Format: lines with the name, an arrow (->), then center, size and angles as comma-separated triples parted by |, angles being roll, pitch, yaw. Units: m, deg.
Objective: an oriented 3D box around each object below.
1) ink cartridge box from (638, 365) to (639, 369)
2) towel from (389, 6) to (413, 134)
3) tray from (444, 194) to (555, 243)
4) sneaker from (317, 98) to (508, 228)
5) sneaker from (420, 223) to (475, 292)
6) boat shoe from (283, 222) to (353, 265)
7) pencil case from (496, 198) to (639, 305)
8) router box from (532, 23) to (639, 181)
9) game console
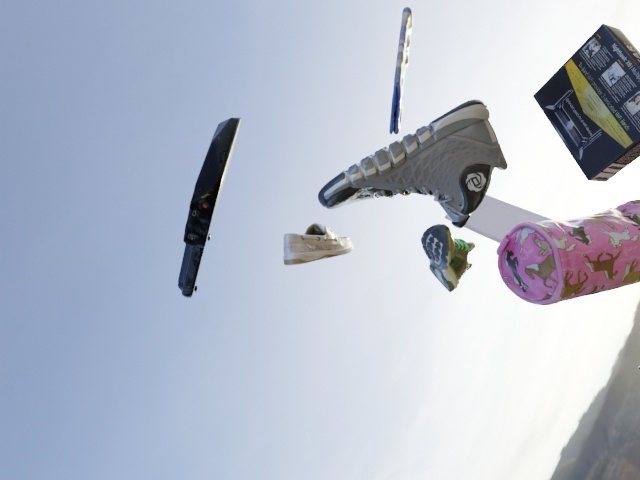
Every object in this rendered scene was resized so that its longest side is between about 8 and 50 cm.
ink cartridge box -> 0.997, 0.372, 1.246 | 0.272, 0.309, 0.130 | -36, -26, -19
towel -> 0.220, -0.457, 1.356 | 0.209, 0.034, 0.284 | 80, -162, -63
tray -> 0.493, -0.049, 1.385 | 0.145, 0.270, 0.030 | -38, -50, -17
sneaker -> 0.116, -0.060, 0.604 | 0.132, 0.229, 0.086 | 61, -160, -5
sneaker -> 0.516, 0.035, 1.958 | 0.182, 0.158, 0.410 | -37, -35, -7
boat shoe -> 0.000, 0.000, 1.311 | 0.277, 0.098, 0.096 | -11, -88, -59
pencil case -> 0.539, 0.016, 0.984 | 0.387, 0.167, 0.159 | -11, -84, -23
router box -> 0.713, -0.341, 1.256 | 0.081, 0.308, 0.243 | -1, -31, -29
game console -> -0.213, -0.039, 0.914 | 0.361, 0.044, 0.213 | 118, 164, -45
